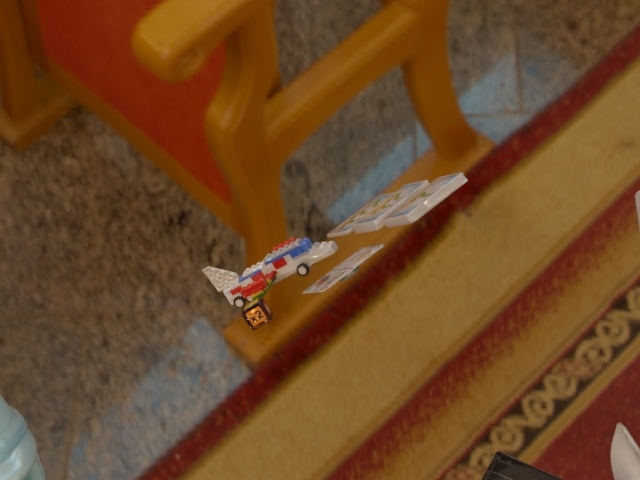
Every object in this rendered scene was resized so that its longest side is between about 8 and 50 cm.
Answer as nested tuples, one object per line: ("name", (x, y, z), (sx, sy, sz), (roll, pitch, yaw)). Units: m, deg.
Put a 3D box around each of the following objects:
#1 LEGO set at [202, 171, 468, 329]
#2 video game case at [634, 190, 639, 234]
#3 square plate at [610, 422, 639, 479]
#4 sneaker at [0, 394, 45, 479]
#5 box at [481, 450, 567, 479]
("LEGO set", (0.000, 0.000, 1.329), (0.244, 0.182, 0.060), (-37, 101, -23))
("video game case", (0.493, -0.006, 1.418), (0.329, 0.036, 0.300), (-12, 26, 15))
("square plate", (0.409, 0.405, 1.473), (0.049, 0.344, 0.347), (-28, 51, 0))
("sneaker", (-0.282, 0.212, 1.081), (0.150, 0.366, 0.135), (43, 65, 11))
("box", (0.208, 0.301, 1.107), (0.261, 0.103, 0.184), (16, 70, 55))
